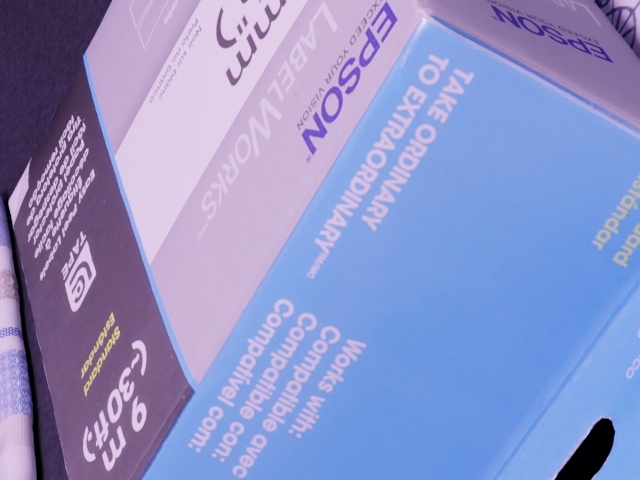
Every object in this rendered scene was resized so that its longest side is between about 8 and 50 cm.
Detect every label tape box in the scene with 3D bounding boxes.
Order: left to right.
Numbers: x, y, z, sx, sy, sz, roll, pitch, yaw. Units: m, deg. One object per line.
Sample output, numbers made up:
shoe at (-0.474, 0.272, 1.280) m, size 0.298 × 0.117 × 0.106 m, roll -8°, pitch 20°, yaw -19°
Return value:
label tape box at (0.000, 0.000, 0.687) m, size 0.249 × 0.115 × 0.347 m, roll -58°, pitch 30°, yaw 25°

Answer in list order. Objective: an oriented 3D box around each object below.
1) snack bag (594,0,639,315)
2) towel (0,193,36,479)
snack bag at (0.141, -0.114, 0.666) m, size 0.342 × 0.037 × 0.323 m, roll -25°, pitch 52°, yaw 49°
towel at (-0.242, 0.126, 1.136) m, size 0.209 × 0.034 × 0.285 m, roll -49°, pitch 36°, yaw 30°
